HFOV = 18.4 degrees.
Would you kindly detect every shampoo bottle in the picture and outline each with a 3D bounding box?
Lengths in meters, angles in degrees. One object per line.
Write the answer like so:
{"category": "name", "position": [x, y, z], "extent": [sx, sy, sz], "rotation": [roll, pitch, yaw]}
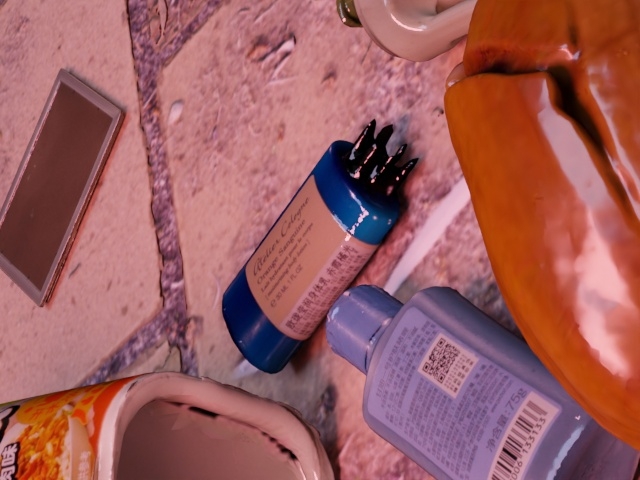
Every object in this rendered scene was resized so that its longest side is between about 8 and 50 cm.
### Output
{"category": "shampoo bottle", "position": [0.091, -0.181, 1.258], "extent": [0.234, 0.087, 0.118], "rotation": [-18, 60, 50]}
{"category": "shampoo bottle", "position": [0.084, 0.093, 1.165], "extent": [0.258, 0.061, 0.104], "rotation": [36, 105, 54]}
{"category": "shampoo bottle", "position": [0.000, 0.000, 1.334], "extent": [0.183, 0.050, 0.087], "rotation": [-53, 35, 25]}

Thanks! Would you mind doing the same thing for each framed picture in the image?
{"category": "framed picture", "position": [-0.231, -0.048, 1.712], "extent": [0.142, 0.011, 0.183], "rotation": [34, 103, 55]}

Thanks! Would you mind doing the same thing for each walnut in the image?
{"category": "walnut", "position": [0.173, -0.023, 0.973], "extent": [0.209, 0.209, 0.336], "rotation": [-43, 48, 36]}

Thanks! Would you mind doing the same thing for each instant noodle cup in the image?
{"category": "instant noodle cup", "position": [-0.163, 0.220, 1.298], "extent": [0.308, 0.294, 0.294], "rotation": [-22, 58, 40]}
